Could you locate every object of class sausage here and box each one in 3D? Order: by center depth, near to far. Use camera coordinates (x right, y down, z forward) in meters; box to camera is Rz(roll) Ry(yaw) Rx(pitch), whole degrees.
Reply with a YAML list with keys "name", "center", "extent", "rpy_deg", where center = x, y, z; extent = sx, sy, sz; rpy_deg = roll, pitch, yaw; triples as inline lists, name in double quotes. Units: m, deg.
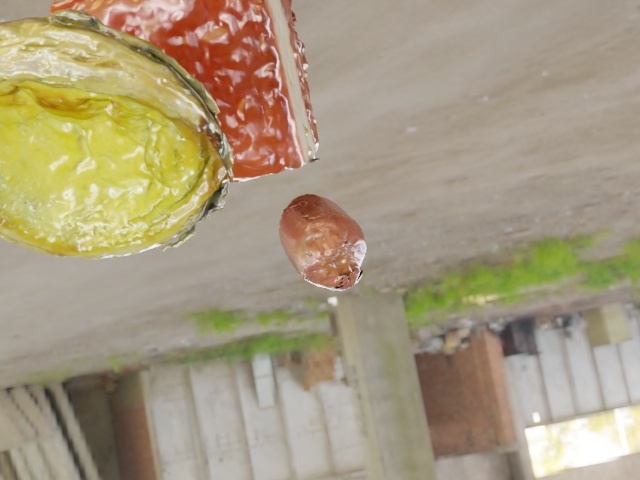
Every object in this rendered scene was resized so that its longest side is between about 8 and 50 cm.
- name: "sausage"
  center: [0.000, 0.000, 1.070]
  extent: [0.076, 0.076, 0.141]
  rpy_deg: [-9, -159, -11]

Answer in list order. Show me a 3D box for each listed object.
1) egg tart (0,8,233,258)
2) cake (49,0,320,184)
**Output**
- name: "egg tart"
  center: [-0.211, -0.092, 0.970]
  extent: [0.279, 0.095, 0.279]
  rpy_deg: [2, 138, 2]
- name: "cake"
  center: [-0.154, -0.205, 1.319]
  extent: [0.270, 0.269, 0.319]
  rpy_deg: [-13, -166, 2]
